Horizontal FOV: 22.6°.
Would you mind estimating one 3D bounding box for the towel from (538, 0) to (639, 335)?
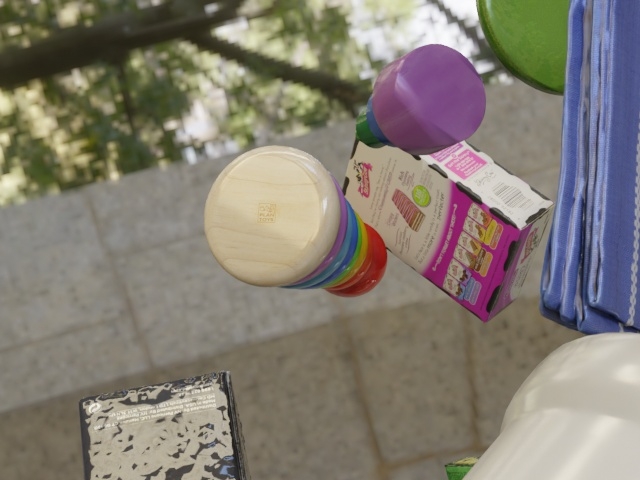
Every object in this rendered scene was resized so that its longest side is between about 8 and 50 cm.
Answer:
[{"bbox_3d":[0.236,-0.031,0.993,0.040,0.336,0.243,-5,-107,38],"label":"towel"}]

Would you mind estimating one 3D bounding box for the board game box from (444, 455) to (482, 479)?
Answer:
[{"bbox_3d":[0.154,0.278,1.114,0.136,0.030,0.259,156,-81,-75],"label":"board game box"}]

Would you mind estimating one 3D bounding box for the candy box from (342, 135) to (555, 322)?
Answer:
[{"bbox_3d":[0.137,-0.038,1.819,0.233,0.071,0.159,37,-41,21],"label":"candy box"}]

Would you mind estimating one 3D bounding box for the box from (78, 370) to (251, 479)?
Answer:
[{"bbox_3d":[-0.149,0.356,1.747,0.294,0.183,0.296,-105,-174,-45],"label":"box"}]

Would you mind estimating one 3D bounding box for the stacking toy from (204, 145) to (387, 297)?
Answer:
[{"bbox_3d":[0.000,0.000,1.699,0.330,0.141,0.141,26,43,-69],"label":"stacking toy"}]

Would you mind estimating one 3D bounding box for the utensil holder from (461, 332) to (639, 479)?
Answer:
[{"bbox_3d":[0.100,0.285,0.625,0.328,0.385,0.327,38,-19,16],"label":"utensil holder"}]

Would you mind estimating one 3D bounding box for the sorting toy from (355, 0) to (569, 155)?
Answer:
[{"bbox_3d":[0.151,-0.162,1.123,0.127,0.365,0.126,56,-29,-8],"label":"sorting toy"}]
